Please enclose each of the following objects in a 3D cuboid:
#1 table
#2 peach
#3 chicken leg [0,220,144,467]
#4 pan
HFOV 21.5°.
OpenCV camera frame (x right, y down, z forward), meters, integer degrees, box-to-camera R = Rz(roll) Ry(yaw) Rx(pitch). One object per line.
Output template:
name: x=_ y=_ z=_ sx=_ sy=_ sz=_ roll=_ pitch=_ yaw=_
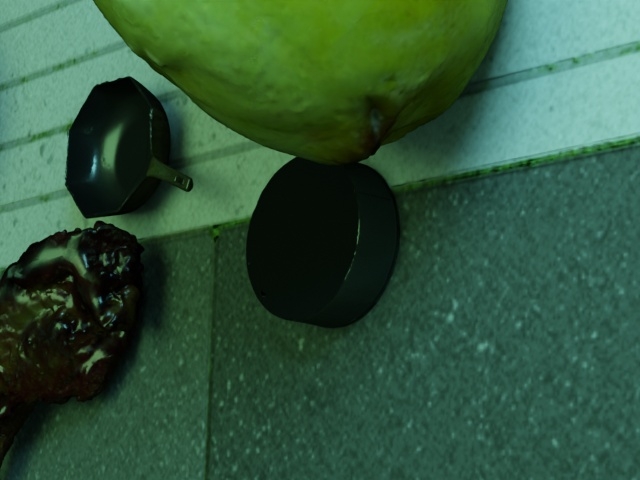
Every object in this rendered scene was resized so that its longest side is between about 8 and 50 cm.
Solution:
table: x=0.000 y=0.000 z=1.317 sx=0.133 sy=0.043 sz=0.133 roll=-15 pitch=70 yaw=46
peach: x=-0.012 y=-0.217 z=1.203 sx=0.314 sy=0.281 sz=0.315 roll=-42 pitch=75 yaw=-11
chicken leg: x=-0.279 y=0.137 z=1.572 sx=0.158 sy=0.096 sz=0.407 roll=43 pitch=116 yaw=23
pan: x=-0.163 y=-0.059 z=1.511 sx=0.128 sy=0.048 sz=0.202 roll=-57 pitch=43 yaw=24
